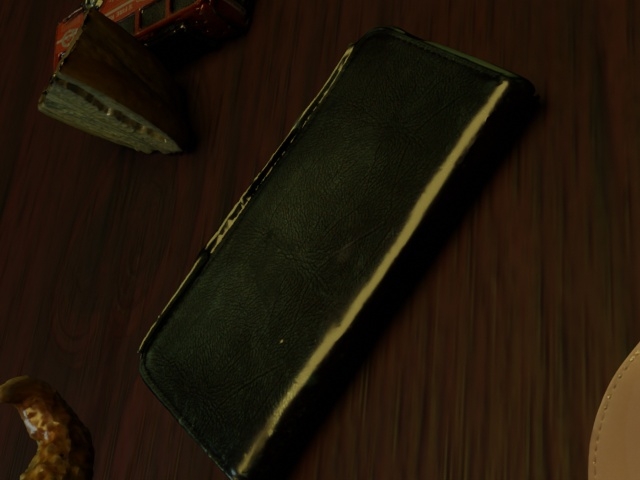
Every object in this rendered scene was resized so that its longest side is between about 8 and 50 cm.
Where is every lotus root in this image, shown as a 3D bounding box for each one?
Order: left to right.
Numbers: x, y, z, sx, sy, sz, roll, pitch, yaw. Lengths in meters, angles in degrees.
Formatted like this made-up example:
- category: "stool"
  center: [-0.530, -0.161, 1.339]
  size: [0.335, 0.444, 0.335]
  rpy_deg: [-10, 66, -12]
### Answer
- category: "lotus root"
  center: [-0.181, -0.138, 0.860]
  size: [0.159, 0.135, 0.095]
  rpy_deg: [11, 74, 57]

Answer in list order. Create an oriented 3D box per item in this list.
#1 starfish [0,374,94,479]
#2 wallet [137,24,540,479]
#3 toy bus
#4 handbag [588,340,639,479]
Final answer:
- category: "starfish"
  center: [-0.086, 0.222, 0.441]
  size: [0.094, 0.327, 0.375]
  rpy_deg: [-55, 45, 42]
- category: "wallet"
  center: [0.000, 0.000, 0.676]
  size: [0.172, 0.045, 0.318]
  rpy_deg: [35, 91, 44]
- category: "toy bus"
  center: [-0.161, -0.209, 0.929]
  size: [0.235, 0.074, 0.096]
  rpy_deg: [-14, 67, 37]
- category: "handbag"
  center: [0.202, 0.112, 0.376]
  size: [0.179, 0.116, 0.205]
  rpy_deg: [-43, 46, 16]
